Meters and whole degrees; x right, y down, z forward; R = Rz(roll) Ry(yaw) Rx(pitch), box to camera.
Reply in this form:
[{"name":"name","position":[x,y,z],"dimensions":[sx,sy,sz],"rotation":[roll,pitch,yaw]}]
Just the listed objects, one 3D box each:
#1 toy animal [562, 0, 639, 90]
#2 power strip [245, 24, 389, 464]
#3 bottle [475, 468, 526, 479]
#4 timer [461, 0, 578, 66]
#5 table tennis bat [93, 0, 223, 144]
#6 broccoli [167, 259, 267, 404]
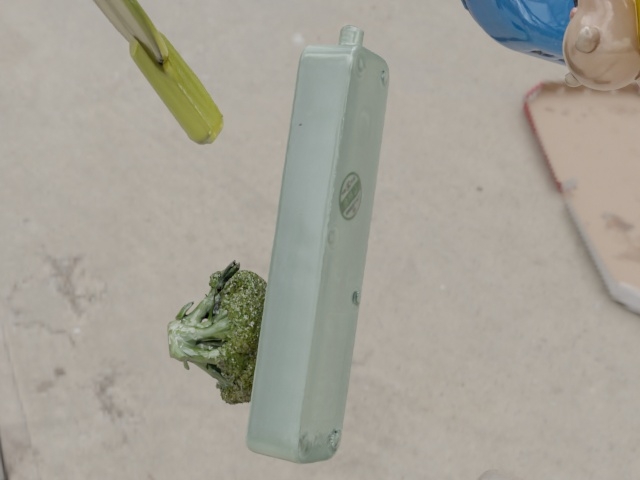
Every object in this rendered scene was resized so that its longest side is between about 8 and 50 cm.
[{"name":"toy animal","position":[0.185,-0.129,0.746],"dimensions":[0.082,0.114,0.091],"rotation":[-20,71,17]},{"name":"power strip","position":[0.000,0.000,1.060],"dimensions":[0.062,0.385,0.091],"rotation":[7,-2,27]},{"name":"bottle","position":[0.239,0.329,1.149],"dimensions":[0.236,0.147,0.147],"rotation":[21,44,19]},{"name":"timer","position":[0.299,-0.371,1.391],"dimensions":[0.309,0.340,0.115],"rotation":[10,-2,-31]},{"name":"table tennis bat","position":[-0.226,-0.261,1.465],"dimensions":[0.054,0.369,0.224],"rotation":[-40,33,-8]},{"name":"broccoli","position":[-0.085,0.092,1.145],"dimensions":[0.120,0.131,0.130],"rotation":[-6,79,-7]}]
